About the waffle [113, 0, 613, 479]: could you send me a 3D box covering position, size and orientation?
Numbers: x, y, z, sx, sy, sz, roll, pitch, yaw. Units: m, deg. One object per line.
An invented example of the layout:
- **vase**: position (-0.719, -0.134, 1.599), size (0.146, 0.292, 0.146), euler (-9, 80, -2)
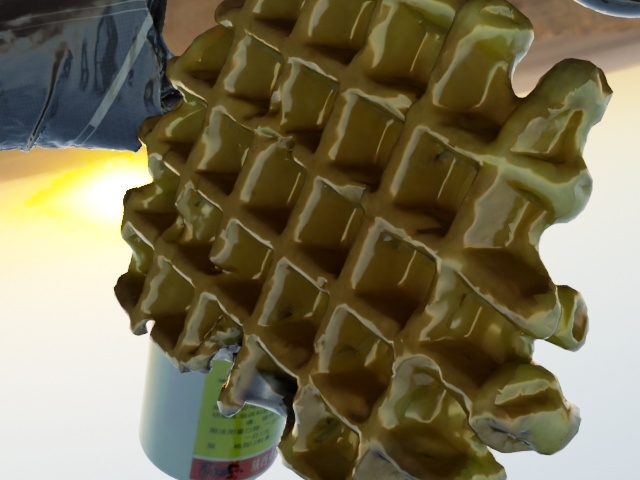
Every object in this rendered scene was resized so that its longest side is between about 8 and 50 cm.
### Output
- **waffle**: position (-0.001, -0.001, 0.542), size (0.065, 0.283, 0.309), euler (3, 160, -41)

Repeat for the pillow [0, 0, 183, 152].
- **pillow**: position (-0.267, -0.128, 0.862), size (0.335, 0.161, 0.092), euler (-6, -172, 2)

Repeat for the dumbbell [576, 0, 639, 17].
- **dumbbell**: position (0.241, -0.224, 0.662), size (0.179, 0.179, 0.406), euler (-14, -171, -8)

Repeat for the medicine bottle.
- **medicine bottle**: position (-0.090, 0.105, 1.091), size (0.139, 0.225, 0.139), euler (8, -152, -4)
